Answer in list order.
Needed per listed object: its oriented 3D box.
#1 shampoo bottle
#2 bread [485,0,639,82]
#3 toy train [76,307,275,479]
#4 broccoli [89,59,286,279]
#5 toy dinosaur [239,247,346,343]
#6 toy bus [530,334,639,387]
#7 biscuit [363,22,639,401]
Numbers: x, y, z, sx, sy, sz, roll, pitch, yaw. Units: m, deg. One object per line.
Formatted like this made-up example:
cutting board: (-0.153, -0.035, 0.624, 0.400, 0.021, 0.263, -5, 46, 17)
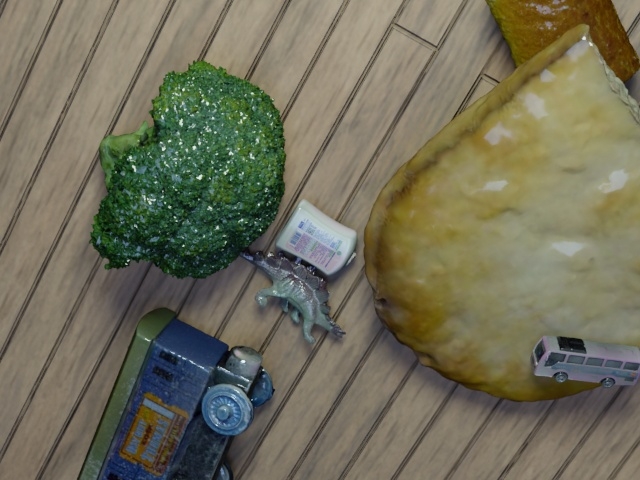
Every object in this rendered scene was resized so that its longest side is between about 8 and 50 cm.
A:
shampoo bottle: (0.000, 0.000, 1.440, 0.099, 0.043, 0.072, 30, 110, -5)
bread: (0.276, -0.247, 1.289, 0.132, 0.103, 0.172, -22, 111, 20)
toy train: (-0.194, 0.248, 1.511, 0.202, 0.131, 0.299, 25, 109, 5)
broccoli: (-0.160, -0.082, 1.355, 0.242, 0.261, 0.269, 12, 112, 44)
toy dinosaur: (-0.046, 0.057, 1.467, 0.209, 0.039, 0.082, 36, 109, -6)
toy bus: (0.324, 0.146, 1.363, 0.131, 0.037, 0.052, 8, 127, -7)
biscuit: (0.277, 0.017, 1.359, 0.429, 0.104, 0.446, 39, 119, -22)
